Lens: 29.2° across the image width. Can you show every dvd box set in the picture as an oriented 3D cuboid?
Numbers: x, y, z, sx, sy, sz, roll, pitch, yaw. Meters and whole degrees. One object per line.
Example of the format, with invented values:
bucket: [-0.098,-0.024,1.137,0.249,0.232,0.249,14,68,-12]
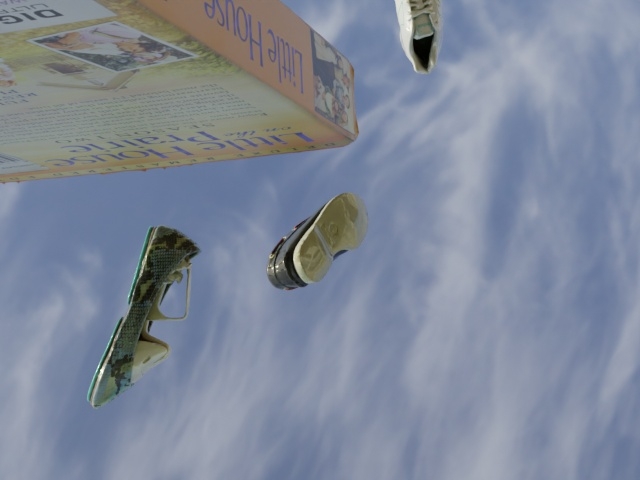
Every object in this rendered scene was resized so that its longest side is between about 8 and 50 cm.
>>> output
dvd box set: [-0.182,-0.095,0.606,0.308,0.420,0.062,-4,-97,18]

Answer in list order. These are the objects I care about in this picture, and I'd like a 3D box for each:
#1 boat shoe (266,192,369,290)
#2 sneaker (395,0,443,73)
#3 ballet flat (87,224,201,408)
boat shoe: [-0.001,-0.002,1.015,0.133,0.042,0.049,-45,-66,-51]
sneaker: [0.098,-0.231,1.186,0.054,0.152,0.061,-10,-142,5]
ballet flat: [-0.163,0.078,1.172,0.070,0.070,0.188,19,-94,2]
